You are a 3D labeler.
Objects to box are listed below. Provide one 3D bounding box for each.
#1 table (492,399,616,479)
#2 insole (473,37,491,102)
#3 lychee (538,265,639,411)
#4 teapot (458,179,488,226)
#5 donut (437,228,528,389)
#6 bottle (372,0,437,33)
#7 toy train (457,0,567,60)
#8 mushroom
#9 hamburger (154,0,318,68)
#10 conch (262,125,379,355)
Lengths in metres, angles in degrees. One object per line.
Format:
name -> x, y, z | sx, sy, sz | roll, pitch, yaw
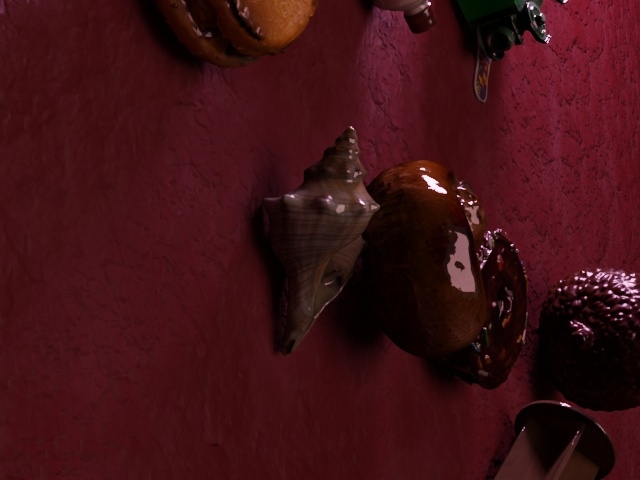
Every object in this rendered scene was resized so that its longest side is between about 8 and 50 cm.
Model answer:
table -> 0.331, 0.379, 1.506 | 0.226, 0.167, 0.167 | -47, 123, -41
insole -> 0.279, -0.317, 1.691 | 0.065, 0.004, 0.197 | 46, 46, -44
lychee -> 0.502, 0.169, 1.715 | 0.261, 0.261, 0.260 | 18, 68, -56
teapot -> 0.200, -0.034, 1.431 | 0.110, 0.080, 0.085 | 35, 54, -49
donut -> 0.227, 0.096, 1.422 | 0.235, 0.089, 0.235 | -4, 95, -59
bottle -> 0.094, -0.388, 1.315 | 0.245, 0.104, 0.104 | 63, 37, -29
toy train -> 0.315, -0.434, 1.664 | 0.202, 0.120, 0.301 | 59, 39, -24
mushroom -> 0.125, 0.021, 1.200 | 0.253, 0.153, 0.253 | -4, 90, -87
hamburger -> -0.085, -0.265, 0.989 | 0.191, 0.118, 0.181 | -25, 108, -54
conch -> -0.004, -0.011, 1.091 | 0.137, 0.114, 0.234 | -18, 134, -50
